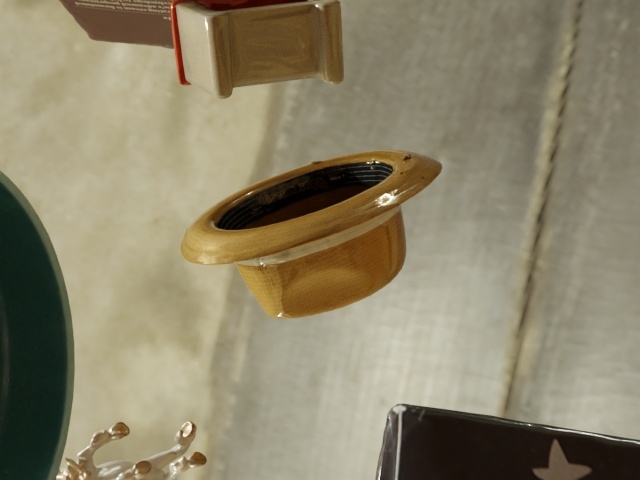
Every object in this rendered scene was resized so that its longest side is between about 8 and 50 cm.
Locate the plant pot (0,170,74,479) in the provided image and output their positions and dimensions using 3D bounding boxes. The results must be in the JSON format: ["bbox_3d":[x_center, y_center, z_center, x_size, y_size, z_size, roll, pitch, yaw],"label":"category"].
[{"bbox_3d":[-0.326,0.079,0.998,0.255,0.271,0.272,1,79,28],"label":"plant pot"}]

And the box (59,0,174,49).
[{"bbox_3d":[-0.122,-0.263,1.345,0.168,0.203,0.167,7,75,13],"label":"box"}]

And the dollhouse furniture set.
[{"bbox_3d":[-0.051,-0.223,1.015,0.135,0.262,0.259,-130,34,-69],"label":"dollhouse furniture set"}]

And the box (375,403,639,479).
[{"bbox_3d":[0.130,0.141,0.375,0.247,0.142,0.163,8,78,12],"label":"box"}]

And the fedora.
[{"bbox_3d":[0.000,0.000,1.180,0.194,0.194,0.079,-3,110,42],"label":"fedora"}]

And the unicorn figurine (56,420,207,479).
[{"bbox_3d":[-0.127,0.169,1.160,0.111,0.162,0.060,-44,41,31],"label":"unicorn figurine"}]
